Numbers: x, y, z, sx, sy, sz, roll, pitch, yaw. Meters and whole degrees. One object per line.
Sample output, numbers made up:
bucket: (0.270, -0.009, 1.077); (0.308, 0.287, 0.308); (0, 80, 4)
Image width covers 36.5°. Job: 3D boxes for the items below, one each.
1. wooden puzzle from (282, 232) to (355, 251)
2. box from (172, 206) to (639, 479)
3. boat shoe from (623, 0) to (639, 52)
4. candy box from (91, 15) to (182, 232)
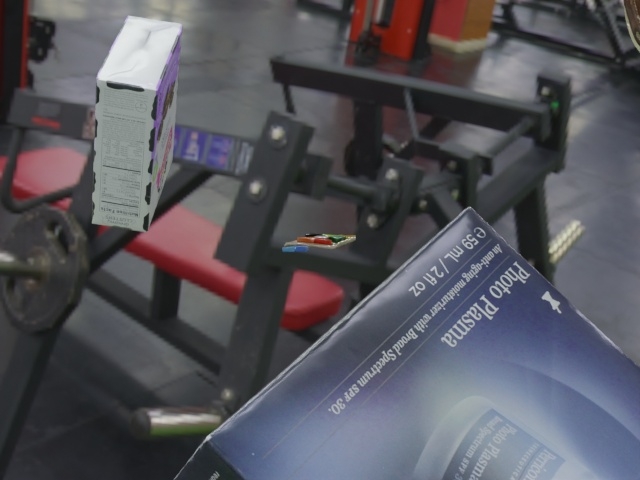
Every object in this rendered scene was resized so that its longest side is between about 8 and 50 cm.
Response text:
wooden puzzle: (0.000, 0.000, 1.192); (0.078, 0.014, 0.116); (-1, 7, 14)
box: (0.093, 0.182, 0.635); (0.294, 0.183, 0.296); (45, 47, 8)
boat shoe: (0.377, -0.205, 0.979); (0.095, 0.095, 0.257); (43, 23, -50)
candy box: (-0.214, -0.137, 1.139); (0.070, 0.196, 0.165); (9, 38, -3)
